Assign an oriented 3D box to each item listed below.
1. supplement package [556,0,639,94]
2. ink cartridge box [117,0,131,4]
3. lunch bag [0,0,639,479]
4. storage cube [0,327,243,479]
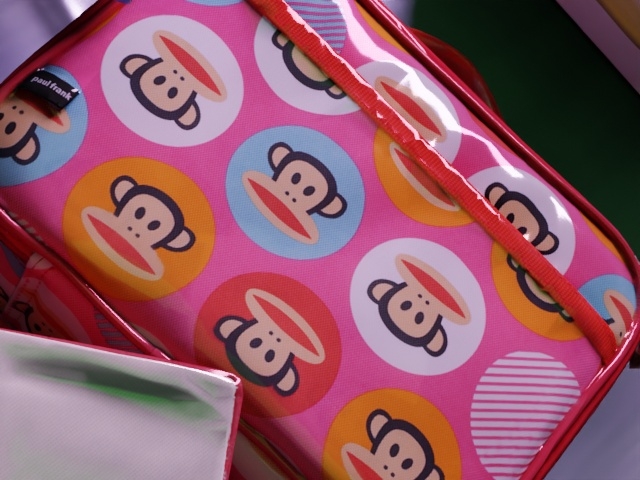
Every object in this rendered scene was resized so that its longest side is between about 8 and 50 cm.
[{"bbox_3d":[0.205,-0.195,0.986,0.149,0.194,0.203,-40,87,-26],"label":"supplement package"},{"bbox_3d":[-0.147,-0.216,0.878,0.185,0.065,0.311,19,39,-11],"label":"ink cartridge box"},{"bbox_3d":[0.000,0.000,0.891,0.293,0.120,0.258,44,58,1],"label":"lunch bag"},{"bbox_3d":[-0.148,0.142,0.737,0.215,0.193,0.184,12,67,-14],"label":"storage cube"}]
